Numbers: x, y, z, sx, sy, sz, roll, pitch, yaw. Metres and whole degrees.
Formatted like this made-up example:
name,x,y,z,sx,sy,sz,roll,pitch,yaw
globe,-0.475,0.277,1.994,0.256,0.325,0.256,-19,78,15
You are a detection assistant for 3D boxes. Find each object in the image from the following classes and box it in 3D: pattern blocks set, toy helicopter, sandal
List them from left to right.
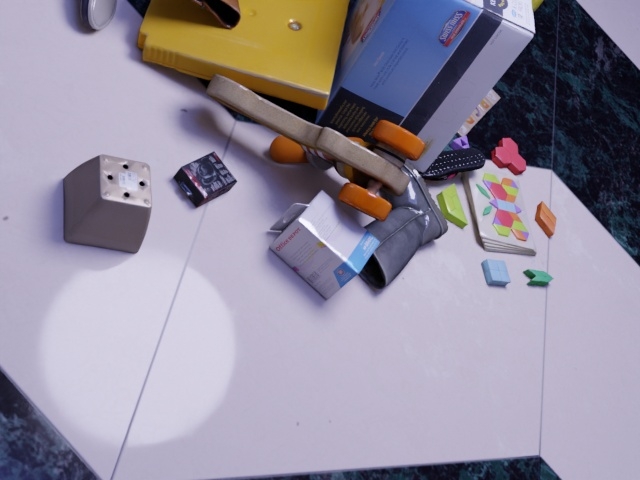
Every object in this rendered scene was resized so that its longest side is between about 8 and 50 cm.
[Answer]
name,x,y,z,sx,sy,sz,roll,pitch,yaw
toy helicopter,-0.018,-0.168,1.576,0.355,0.235,0.140,28,91,-9
sandal,0.222,-0.134,1.809,0.179,0.040,0.067,-7,53,-25
pattern blocks set,0.340,-0.060,1.862,0.286,0.026,0.324,-4,64,-37

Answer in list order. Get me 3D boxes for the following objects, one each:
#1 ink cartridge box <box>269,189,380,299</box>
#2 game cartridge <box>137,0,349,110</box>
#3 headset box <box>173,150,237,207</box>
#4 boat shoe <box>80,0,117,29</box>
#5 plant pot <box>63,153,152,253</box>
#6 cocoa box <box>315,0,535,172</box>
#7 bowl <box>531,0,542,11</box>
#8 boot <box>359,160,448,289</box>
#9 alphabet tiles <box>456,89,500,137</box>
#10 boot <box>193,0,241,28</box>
name,x,y,z,sx,sy,sz,roll,pitch,yaw
ink cartridge box,0.000,0.000,1.528,0.143,0.092,0.090,43,45,-5
game cartridge,-0.123,-0.366,1.660,0.324,0.052,0.285,14,51,-4
headset box,-0.178,-0.092,1.503,0.062,0.032,0.083,51,46,5
boat shoe,-0.368,-0.418,1.582,0.065,0.075,0.206,-5,61,11
plant pot,-0.286,-0.059,1.358,0.109,0.096,0.109,10,56,-30
cocoa box,0.168,-0.336,1.678,0.228,0.347,0.231,22,45,-15
bowl,0.328,-0.499,2.036,0.290,0.289,0.155,-3,105,-37
boot,0.107,-0.035,1.655,0.209,0.076,0.189,-32,80,-37
alphabet tiles,0.248,-0.309,1.975,0.198,0.009,0.237,46,45,-1
boot,-0.239,-0.501,1.599,0.264,0.096,0.280,34,42,-40
